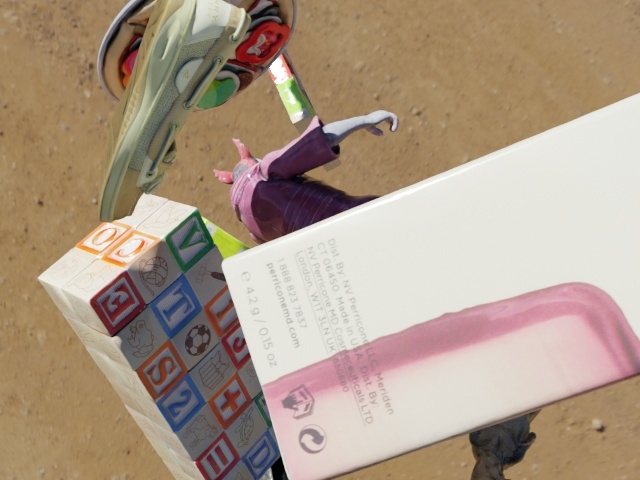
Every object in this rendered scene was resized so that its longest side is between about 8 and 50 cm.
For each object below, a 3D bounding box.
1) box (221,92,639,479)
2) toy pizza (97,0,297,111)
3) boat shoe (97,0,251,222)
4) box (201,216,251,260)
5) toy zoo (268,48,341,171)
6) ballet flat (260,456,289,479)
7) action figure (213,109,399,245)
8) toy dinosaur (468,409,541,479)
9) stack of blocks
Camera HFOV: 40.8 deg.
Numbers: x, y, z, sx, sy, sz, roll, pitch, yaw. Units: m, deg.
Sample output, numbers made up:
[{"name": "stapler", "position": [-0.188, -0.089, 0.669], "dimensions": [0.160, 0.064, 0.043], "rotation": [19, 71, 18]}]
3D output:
[{"name": "box", "position": [0.088, 0.035, 0.479], "dimensions": [0.232, 0.148, 0.127], "rotation": [-21, 79, 12]}, {"name": "toy pizza", "position": [-0.110, -0.179, 0.813], "dimensions": [0.201, 0.201, 0.032], "rotation": [-19, 67, -21]}, {"name": "boat shoe", "position": [-0.088, -0.069, 0.484], "dimensions": [0.048, 0.153, 0.056], "rotation": [15, 31, -22]}, {"name": "box", "position": [-0.155, 0.002, 1.237], "dimensions": [0.109, 0.178, 0.042], "rotation": [34, 85, -24]}, {"name": "toy zoo", "position": [-0.057, -0.266, 1.347], "dimensions": [0.030, 0.192, 0.293], "rotation": [-27, 69, 6]}, {"name": "ballet flat", "position": [-0.038, 0.338, 1.113], "dimensions": [0.057, 0.049, 0.173], "rotation": [-23, 49, -18]}, {"name": "action figure", "position": [0.000, 0.000, 0.989], "dimensions": [0.370, 0.248, 0.275], "rotation": [29, 43, 26]}, {"name": "toy dinosaur", "position": [0.157, 0.109, 0.678], "dimensions": [0.064, 0.118, 0.268], "rotation": [14, 27, 19]}, {"name": "stack of blocks", "position": [-0.117, 0.101, 0.841], "dimensions": [0.087, 0.297, 0.171], "rotation": [15, 50, 43]}]
